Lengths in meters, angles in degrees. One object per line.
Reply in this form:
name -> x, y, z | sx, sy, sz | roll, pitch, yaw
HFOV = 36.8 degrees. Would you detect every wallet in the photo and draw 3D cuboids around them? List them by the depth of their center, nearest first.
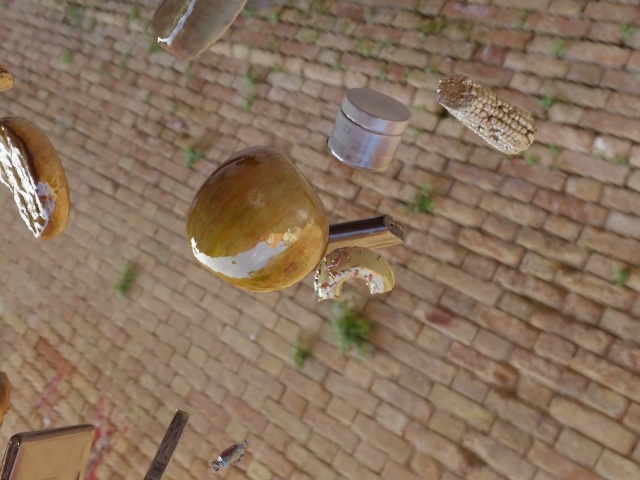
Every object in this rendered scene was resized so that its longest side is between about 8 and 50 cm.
wallet -> -0.396, 0.322, 1.383 | 0.039, 0.118, 0.153 | 20, -175, 28
wallet -> 0.000, -0.001, 2.458 | 0.406, 0.062, 0.228 | -9, 167, 16

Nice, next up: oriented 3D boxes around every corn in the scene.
corn -> 0.297, -0.223, 1.698 | 0.211, 0.087, 0.087 | 27, 179, -36

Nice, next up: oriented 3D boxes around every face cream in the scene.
face cream -> 0.121, -0.278, 2.423 | 0.177, 0.153, 0.177 | 17, -151, -10

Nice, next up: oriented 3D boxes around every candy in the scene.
candy -> -0.153, 0.370, 1.641 | 0.020, 0.030, 0.083 | 8, -154, 46
candy -> -0.213, -0.424, 1.715 | 0.104, 0.234, 0.102 | 10, -129, -34

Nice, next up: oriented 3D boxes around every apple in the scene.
apple -> -0.114, -0.028, 1.718 | 0.264, 0.264, 0.264 | 28, 178, 1

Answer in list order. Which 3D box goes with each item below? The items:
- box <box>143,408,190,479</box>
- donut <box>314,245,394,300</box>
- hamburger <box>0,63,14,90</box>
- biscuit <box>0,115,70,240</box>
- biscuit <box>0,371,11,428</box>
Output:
box -> -0.350, 0.482, 2.170 | 0.041, 0.207, 0.050 | 22, 143, 1
donut -> 0.066, 0.068, 1.947 | 0.166, 0.108, 0.065 | -4, -148, 3
hamburger -> -0.745, -0.374, 2.204 | 0.076, 0.044, 0.083 | -15, 168, -9
biscuit -> -0.608, -0.143, 2.025 | 0.213, 0.091, 0.274 | -39, 77, 50
biscuit -> -0.537, 0.294, 1.559 | 0.050, 0.170, 0.170 | 19, -179, -20
